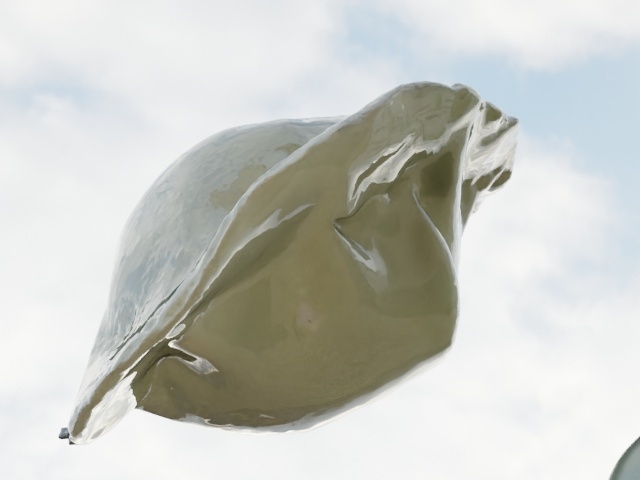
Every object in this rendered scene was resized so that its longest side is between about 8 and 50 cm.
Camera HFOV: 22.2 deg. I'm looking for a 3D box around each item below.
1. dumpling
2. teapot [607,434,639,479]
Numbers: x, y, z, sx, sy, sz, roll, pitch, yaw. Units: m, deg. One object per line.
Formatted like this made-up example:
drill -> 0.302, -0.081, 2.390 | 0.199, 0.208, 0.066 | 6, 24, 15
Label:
dumpling -> 0.003, -0.001, 0.621 | 0.215, 0.126, 0.166 | 4, -35, -35
teapot -> 0.227, 0.086, 0.480 | 0.149, 0.220, 0.318 | -35, -67, 31
